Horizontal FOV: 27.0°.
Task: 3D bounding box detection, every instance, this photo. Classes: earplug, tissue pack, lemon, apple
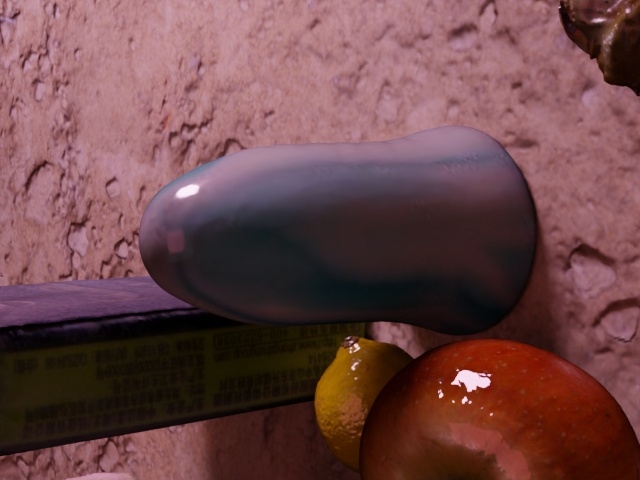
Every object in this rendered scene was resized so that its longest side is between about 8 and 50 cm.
[{"bbox_3d":[0.000,0.000,1.064,0.185,0.324,0.185,5,97,48],"label":"earplug"},{"bbox_3d":[-0.191,0.103,1.240,0.288,0.394,0.124,2,95,50],"label":"tissue pack"},{"bbox_3d":[0.048,0.148,1.187,0.109,0.109,0.133,-25,89,47],"label":"lemon"},{"bbox_3d":[0.148,0.179,1.030,0.235,0.173,0.210,44,126,26],"label":"apple"}]

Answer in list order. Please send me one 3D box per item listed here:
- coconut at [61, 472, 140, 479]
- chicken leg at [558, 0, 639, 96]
[{"bbox_3d":[-0.245,0.394,1.435,0.297,0.255,0.297,41,141,45],"label":"coconut"},{"bbox_3d":[0.303,-0.200,0.852,0.361,0.140,0.211,121,150,-46],"label":"chicken leg"}]
